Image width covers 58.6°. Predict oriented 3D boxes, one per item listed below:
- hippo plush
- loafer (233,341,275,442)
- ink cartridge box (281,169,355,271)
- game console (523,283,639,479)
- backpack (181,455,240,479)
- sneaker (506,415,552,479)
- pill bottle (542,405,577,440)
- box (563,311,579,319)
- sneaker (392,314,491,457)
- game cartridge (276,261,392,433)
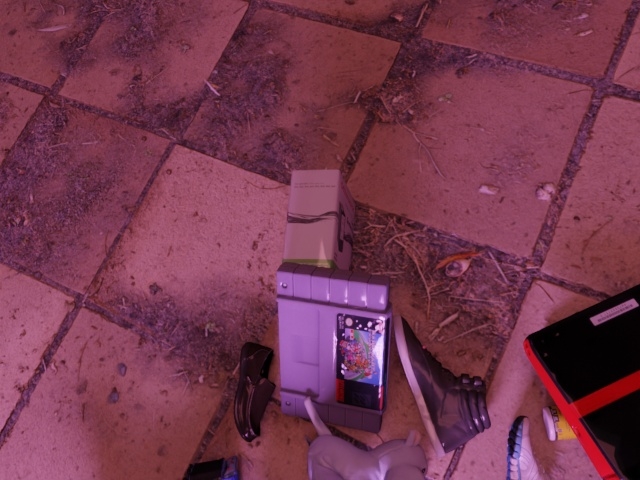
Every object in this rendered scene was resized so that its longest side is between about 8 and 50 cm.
[{"bbox_3d":[0.095,0.488,1.117,0.237,0.234,0.294,-2,26,-5],"label":"hippo plush"},{"bbox_3d":[-0.141,0.333,1.268,0.079,0.080,0.219,-5,69,13],"label":"loafer"},{"bbox_3d":[0.000,0.000,1.291,0.115,0.198,0.272,1,71,14],"label":"ink cartridge box"},{"bbox_3d":[0.636,0.262,1.081,0.387,0.060,0.342,-22,60,-8],"label":"game console"},{"bbox_3d":[-0.217,0.551,1.171,0.117,0.158,0.173,-7,81,-8],"label":"backpack"},{"bbox_3d":[0.405,0.439,1.105,0.083,0.071,0.190,5,80,9],"label":"sneaker"},{"bbox_3d":[0.500,0.351,1.109,0.116,0.065,0.065,-9,68,10],"label":"pill bottle"},{"bbox_3d":[0.520,0.197,1.186,0.083,0.018,0.067,-29,66,2],"label":"box"},{"bbox_3d":[0.253,0.278,1.182,0.147,0.104,0.295,-21,72,4],"label":"sneaker"},{"bbox_3d":[0.026,0.224,1.160,0.230,0.068,0.354,9,115,20],"label":"game cartridge"}]
